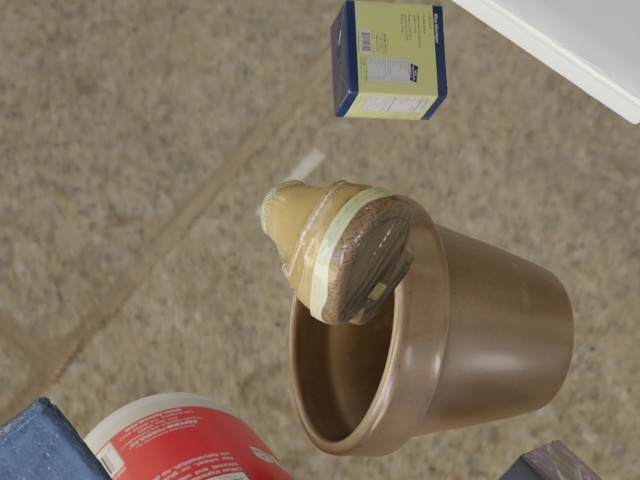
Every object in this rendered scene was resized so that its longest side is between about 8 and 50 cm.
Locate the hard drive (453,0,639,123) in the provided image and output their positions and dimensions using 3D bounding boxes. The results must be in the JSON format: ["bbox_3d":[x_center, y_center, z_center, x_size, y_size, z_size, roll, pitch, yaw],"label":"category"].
[{"bbox_3d":[0.147,-0.277,1.126,0.353,0.047,0.233,34,69,-5],"label":"hard drive"}]

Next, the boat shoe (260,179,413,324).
[{"bbox_3d":[0.000,0.000,0.743,0.072,0.190,0.068,37,83,9],"label":"boat shoe"}]

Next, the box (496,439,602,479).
[{"bbox_3d":[0.224,0.280,1.403,0.153,0.207,0.108,44,100,15],"label":"box"}]

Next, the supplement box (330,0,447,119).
[{"bbox_3d":[0.056,-0.148,1.245,0.083,0.056,0.083,2,74,-13],"label":"supplement box"}]

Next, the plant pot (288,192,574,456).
[{"bbox_3d":[0.119,0.087,1.503,0.229,0.263,0.263,6,60,-23],"label":"plant pot"}]

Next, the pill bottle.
[{"bbox_3d":[-0.090,0.326,1.446,0.229,0.229,0.408,-25,29,-15],"label":"pill bottle"}]

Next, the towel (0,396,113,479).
[{"bbox_3d":[-0.167,0.141,0.779,0.119,0.029,0.067,-41,75,4],"label":"towel"}]
